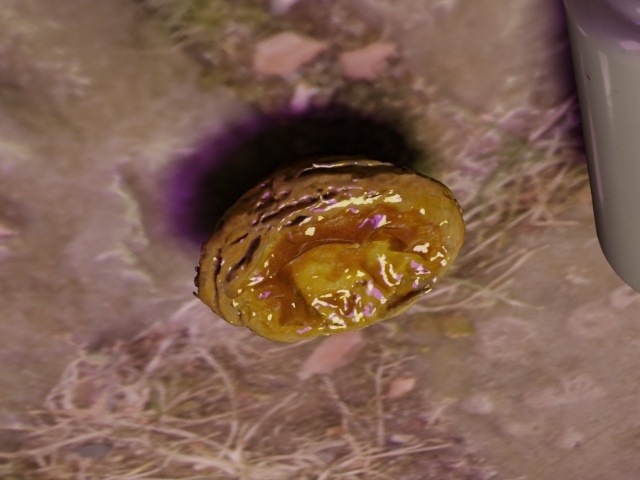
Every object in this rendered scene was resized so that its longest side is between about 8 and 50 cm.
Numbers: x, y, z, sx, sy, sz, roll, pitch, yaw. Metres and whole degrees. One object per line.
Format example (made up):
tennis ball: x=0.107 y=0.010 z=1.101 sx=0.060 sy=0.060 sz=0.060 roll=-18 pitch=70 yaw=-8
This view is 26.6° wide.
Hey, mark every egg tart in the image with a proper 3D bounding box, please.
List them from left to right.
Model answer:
egg tart: x=0.000 y=0.000 z=0.616 sx=0.130 sy=0.052 sz=0.130 roll=-13 pitch=146 yaw=-9

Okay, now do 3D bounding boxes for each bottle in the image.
bottle: x=0.153 y=-0.070 z=0.540 sx=0.104 sy=0.104 sz=0.245 roll=-20 pitch=146 yaw=4
